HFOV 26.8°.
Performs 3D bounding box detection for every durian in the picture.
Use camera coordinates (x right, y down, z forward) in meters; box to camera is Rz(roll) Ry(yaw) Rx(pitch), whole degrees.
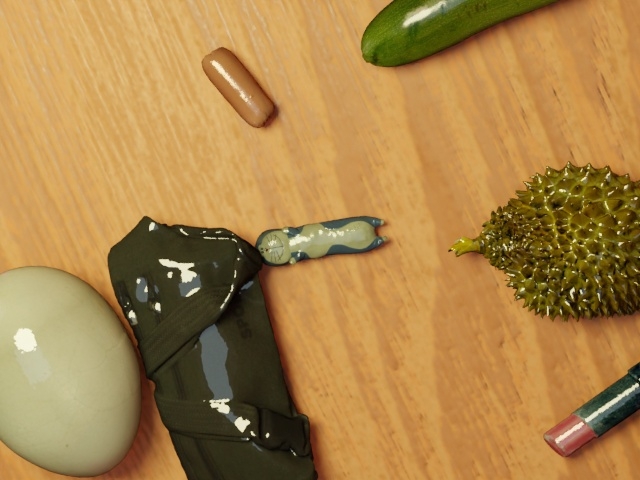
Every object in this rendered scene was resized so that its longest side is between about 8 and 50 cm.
[{"bbox_3d":[0.219,0.003,1.207,0.208,0.102,0.146,3,103,7],"label":"durian"}]

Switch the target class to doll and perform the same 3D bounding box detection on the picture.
[{"bbox_3d":[0.000,0.000,1.255,0.125,0.027,0.037,-10,89,5],"label":"doll"}]

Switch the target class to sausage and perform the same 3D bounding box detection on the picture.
[{"bbox_3d":[-0.076,-0.141,1.239,0.034,0.034,0.083,-39,93,7],"label":"sausage"}]

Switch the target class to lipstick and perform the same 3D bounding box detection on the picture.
[{"bbox_3d":[0.306,0.124,1.244,0.234,0.053,0.053,-36,94,11],"label":"lipstick"}]

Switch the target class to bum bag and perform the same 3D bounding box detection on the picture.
[{"bbox_3d":[-0.091,0.125,1.251,0.142,0.080,0.326,-19,96,13],"label":"bum bag"}]

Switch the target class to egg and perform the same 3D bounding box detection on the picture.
[{"bbox_3d":[-0.242,0.122,1.225,0.151,0.151,0.209,-26,105,7],"label":"egg"}]

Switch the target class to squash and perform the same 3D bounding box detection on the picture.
[{"bbox_3d":[0.152,-0.223,1.197,0.258,0.069,0.069,-23,95,6],"label":"squash"}]
